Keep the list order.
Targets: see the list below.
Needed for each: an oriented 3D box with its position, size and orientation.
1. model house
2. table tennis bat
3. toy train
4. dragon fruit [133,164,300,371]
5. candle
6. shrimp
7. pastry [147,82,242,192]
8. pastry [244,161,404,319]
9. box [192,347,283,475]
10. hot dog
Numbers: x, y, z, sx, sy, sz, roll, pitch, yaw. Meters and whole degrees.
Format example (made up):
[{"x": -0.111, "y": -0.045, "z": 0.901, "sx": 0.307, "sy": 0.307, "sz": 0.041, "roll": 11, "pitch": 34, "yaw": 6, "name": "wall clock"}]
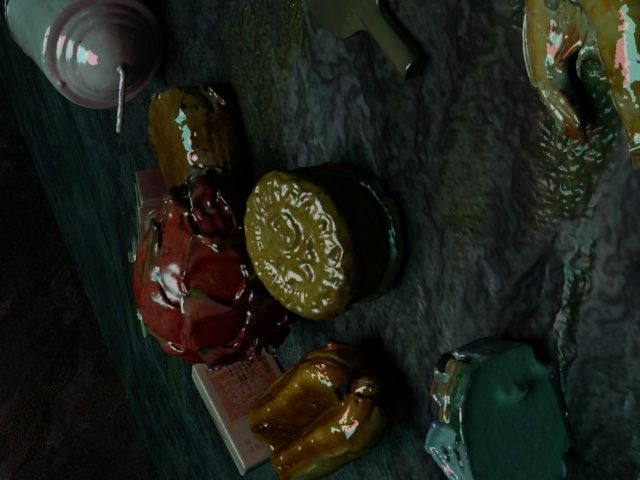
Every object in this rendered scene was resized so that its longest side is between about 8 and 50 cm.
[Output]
[{"x": 0.148, "y": 0.171, "z": 0.626, "sx": 0.148, "sy": 0.119, "sz": 0.148, "roll": -8, "pitch": 101, "yaw": 68, "name": "model house"}, {"x": 0.033, "y": -0.252, "z": 0.640, "sx": 0.234, "sy": 0.022, "sz": 0.131, "roll": 60, "pitch": 148, "yaw": 21, "name": "table tennis bat"}, {"x": -0.265, "y": 0.033, "z": 1.136, "sx": 0.222, "sy": 0.150, "sz": 0.304, "roll": 103, "pitch": 155, "yaw": -50, "name": "toy train"}, {"x": -0.143, "y": 0.040, "z": 0.897, "sx": 0.244, "sy": 0.244, "sz": 0.299, "roll": 21, "pitch": 120, "yaw": 53, "name": "dragon fruit"}, {"x": -0.403, "y": -0.365, "z": 1.101, "sx": 0.342, "sy": 0.221, "sz": 0.221, "roll": 43, "pitch": 142, "yaw": 33, "name": "candle"}, {"x": 0.193, "y": -0.128, "z": 0.432, "sx": 0.132, "sy": 0.051, "sz": 0.188, "roll": 158, "pitch": 97, "yaw": -79, "name": "shrimp"}, {"x": -0.200, "y": -0.154, "z": 1.004, "sx": 0.219, "sy": 0.100, "sz": 0.229, "roll": 61, "pitch": 150, "yaw": 20, "name": "pastry"}, {"x": 0.000, "y": 0.000, "z": 0.740, "sx": 0.188, "sy": 0.103, "sz": 0.189, "roll": 21, "pitch": 120, "yaw": 41, "name": "pastry"}, {"x": -0.120, "y": 0.281, "z": 1.103, "sx": 0.201, "sy": 0.141, "sz": 0.058, "roll": 58, "pitch": 154, "yaw": 23, "name": "box"}, {"x": 0.000, "y": 0.246, "z": 0.907, "sx": 0.158, "sy": 0.117, "sz": 0.349, "roll": 57, "pitch": 146, "yaw": 15, "name": "hot dog"}]
